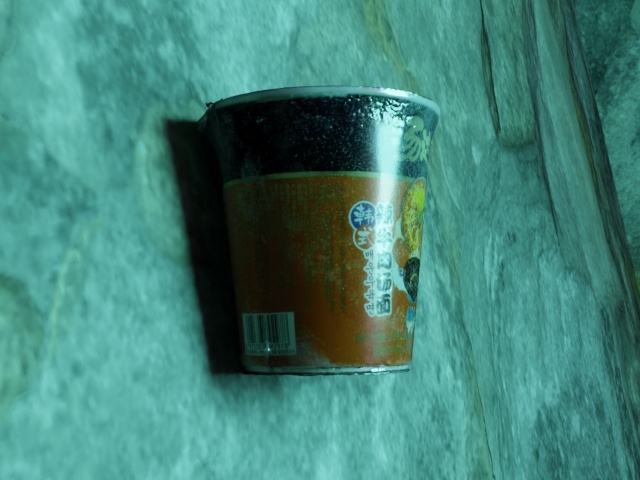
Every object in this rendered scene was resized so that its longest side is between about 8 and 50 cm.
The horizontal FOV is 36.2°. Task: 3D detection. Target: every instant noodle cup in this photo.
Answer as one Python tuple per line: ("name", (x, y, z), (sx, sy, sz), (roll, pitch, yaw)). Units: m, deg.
("instant noodle cup", (0.002, 0.000, 0.503), (0.127, 0.127, 0.136), (12, 76, -65))
